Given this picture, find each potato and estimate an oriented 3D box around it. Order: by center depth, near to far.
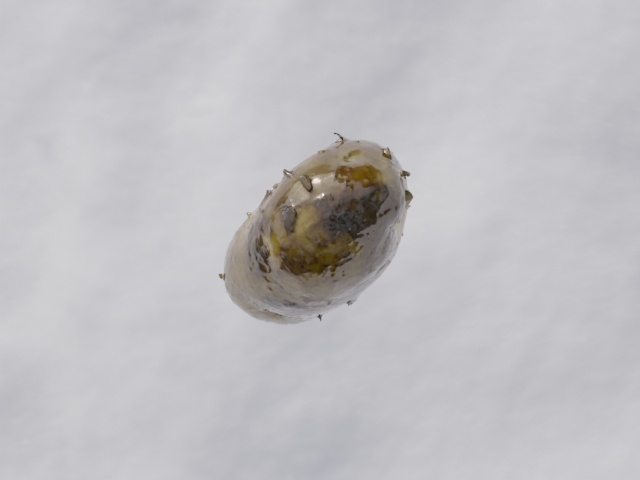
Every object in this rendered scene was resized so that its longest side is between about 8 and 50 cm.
[{"bbox_3d":[0.000,0.000,0.559,0.051,0.083,0.040,-25,78,-25],"label":"potato"}]
